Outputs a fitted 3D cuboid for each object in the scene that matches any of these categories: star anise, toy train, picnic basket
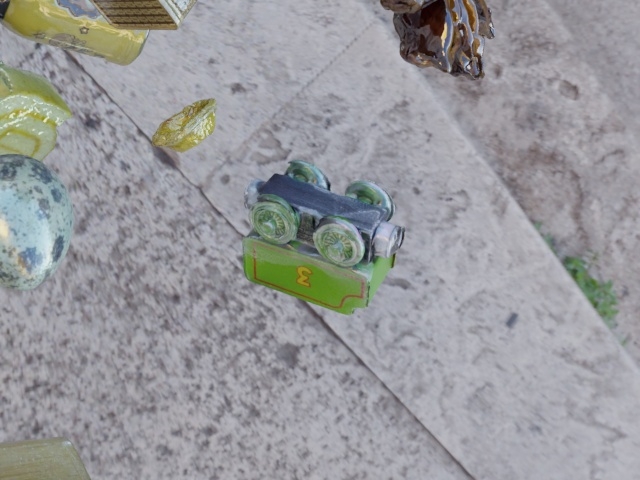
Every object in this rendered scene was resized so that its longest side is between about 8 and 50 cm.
[{"bbox_3d":[0.080,-0.220,0.630,0.177,0.073,0.233,26,70,-53],"label":"star anise"},{"bbox_3d":[0.000,0.000,1.742,0.173,0.307,0.248,-55,156,-44],"label":"toy train"},{"bbox_3d":[-0.185,-0.275,0.858,0.079,0.115,0.164,-59,136,-19],"label":"picnic basket"}]

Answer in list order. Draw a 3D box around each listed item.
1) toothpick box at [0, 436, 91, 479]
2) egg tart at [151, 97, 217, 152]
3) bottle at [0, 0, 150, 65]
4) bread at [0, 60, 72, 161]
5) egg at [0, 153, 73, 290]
[{"bbox_3d":[-0.352,0.287,0.839,0.190,0.187,0.308,-43,156,17],"label":"toothpick box"},{"bbox_3d":[-0.174,-0.149,1.225,0.105,0.105,0.039,-37,113,-6],"label":"egg tart"},{"bbox_3d":[-0.480,-0.425,1.613,0.351,0.171,0.171,9,103,-34],"label":"bottle"},{"bbox_3d":[-0.542,-0.210,1.528,0.186,0.257,0.124,-39,75,11],"label":"bread"},{"bbox_3d":[-0.353,-0.020,1.074,0.132,0.172,0.132,-15,153,-8],"label":"egg"}]
